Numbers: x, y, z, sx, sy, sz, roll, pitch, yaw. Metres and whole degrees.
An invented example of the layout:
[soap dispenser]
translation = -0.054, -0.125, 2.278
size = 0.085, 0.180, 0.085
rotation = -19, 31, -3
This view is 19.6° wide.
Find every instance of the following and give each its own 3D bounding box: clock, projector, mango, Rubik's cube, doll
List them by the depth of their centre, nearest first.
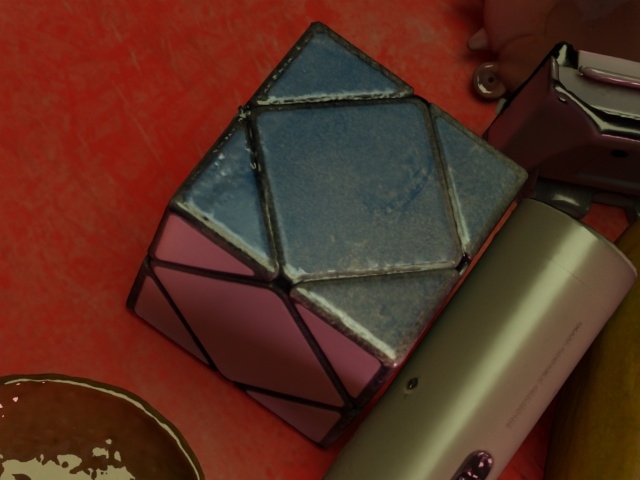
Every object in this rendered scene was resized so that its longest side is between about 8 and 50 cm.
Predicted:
[projector]
translation = 0.095, 0.129, 1.351
size = 0.108, 0.108, 0.337
rotation = 36, 83, 3
[Rubik's cube]
translation = 0.000, 0.000, 1.412
size = 0.205, 0.207, 0.205
rotation = 36, 63, 1
[mango]
translation = 0.249, 0.126, 1.433
size = 0.142, 0.195, 0.332
rotation = 23, 74, 1
[clock]
translation = 0.268, -0.078, 1.535
size = 0.253, 0.186, 0.083
rotation = 10, 69, -10
[doll]
translation = 0.235, -0.215, 1.605
size = 0.211, 0.093, 0.262
rotation = 41, 93, 1

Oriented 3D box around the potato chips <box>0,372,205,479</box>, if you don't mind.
[potato chips]
translation = -0.185, 0.178, 1.368
size = 0.201, 0.049, 0.150
rotation = 9, 68, -13
